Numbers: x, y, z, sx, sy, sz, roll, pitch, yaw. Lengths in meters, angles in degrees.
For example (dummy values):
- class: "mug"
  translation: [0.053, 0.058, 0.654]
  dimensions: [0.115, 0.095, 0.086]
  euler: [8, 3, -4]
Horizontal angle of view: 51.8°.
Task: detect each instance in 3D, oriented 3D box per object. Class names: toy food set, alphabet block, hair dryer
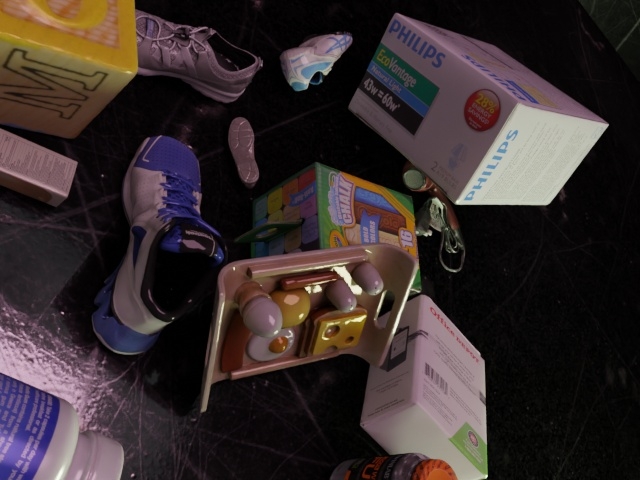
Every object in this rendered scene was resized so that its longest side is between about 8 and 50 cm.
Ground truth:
- class: "toy food set"
  translation: [-0.018, 0.128, 0.934]
  dimensions: [0.306, 0.219, 0.092]
  euler: [-7, 38, -28]
- class: "alphabet block"
  translation: [-0.367, -0.269, 0.841]
  dimensions: [0.194, 0.197, 0.192]
  euler: [6, 68, -42]
- class: "hair dryer"
  translation: [0.248, -0.094, 1.455]
  dimensions: [0.224, 0.080, 0.293]
  euler: [40, 51, -47]

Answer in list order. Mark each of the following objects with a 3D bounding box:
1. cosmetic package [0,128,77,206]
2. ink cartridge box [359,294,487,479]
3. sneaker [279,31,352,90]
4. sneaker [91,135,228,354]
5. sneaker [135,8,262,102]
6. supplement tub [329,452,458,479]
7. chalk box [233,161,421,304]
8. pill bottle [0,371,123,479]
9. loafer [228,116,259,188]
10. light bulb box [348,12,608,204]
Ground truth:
- class: "cosmetic package"
  translation: [-0.385, -0.095, 0.859]
  dimensions: [0.115, 0.041, 0.060]
  euler: [26, 56, -33]
- class: "ink cartridge box"
  translation: [0.187, 0.258, 1.142]
  dimensions: [0.198, 0.115, 0.272]
  euler: [47, 30, -18]
- class: "sneaker"
  translation: [-0.005, -0.365, 1.322]
  dimensions: [0.237, 0.085, 0.086]
  euler: [-45, 131, -48]
- class: "sneaker"
  translation: [-0.194, -0.009, 0.900]
  dimensions: [0.128, 0.182, 0.315]
  euler: [26, 56, -35]
- class: "sneaker"
  translation: [-0.221, -0.319, 1.059]
  dimensions: [0.281, 0.115, 0.105]
  euler: [12, 64, -40]
- class: "supplement tub"
  translation: [0.110, 0.387, 1.004]
  dimensions: [0.117, 0.190, 0.116]
  euler: [20, 58, -37]
- class: "chalk box"
  translation: [0.000, 0.000, 1.081]
  dimensions: [0.289, 0.180, 0.179]
  euler: [17, 61, -39]
- class: "pill bottle"
  translation: [-0.350, 0.212, 0.675]
  dimensions: [0.272, 0.152, 0.152]
  euler: [35, 51, -27]
- class: "loafer"
  translation: [-0.133, -0.148, 1.130]
  dimensions: [0.045, 0.039, 0.125]
  euler: [-8, 72, -11]
- class: "light bulb box"
  translation: [0.321, -0.260, 1.364]
  dimensions: [0.361, 0.225, 0.358]
  euler: [-2, 40, -43]
